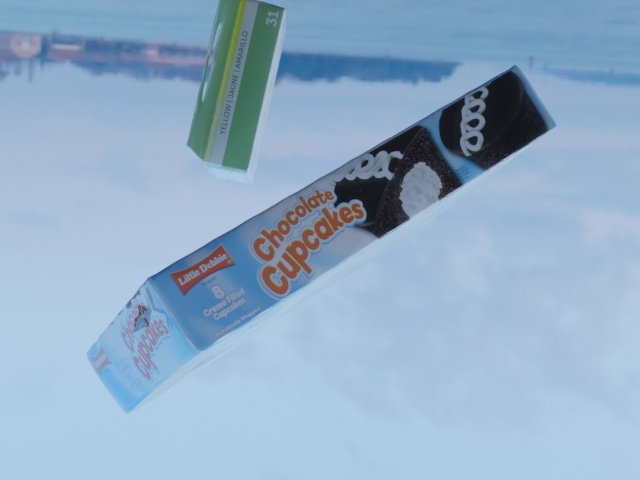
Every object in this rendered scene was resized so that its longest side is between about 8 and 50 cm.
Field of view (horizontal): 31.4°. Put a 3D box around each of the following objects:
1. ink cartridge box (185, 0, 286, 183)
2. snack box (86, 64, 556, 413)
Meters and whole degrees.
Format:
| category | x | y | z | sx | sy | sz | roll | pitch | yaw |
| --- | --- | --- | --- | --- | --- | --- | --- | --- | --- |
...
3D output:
| category | x | y | z | sx | sy | sz | roll | pitch | yaw |
| --- | --- | --- | --- | --- | --- | --- | --- | --- | --- |
| ink cartridge box | -0.077 | -0.152 | 1.105 | 0.056 | 0.171 | 0.235 | 12 | 177 | -2 |
| snack box | 0.000 | 0.000 | 0.801 | 0.322 | 0.060 | 0.187 | -32 | 175 | -30 |
